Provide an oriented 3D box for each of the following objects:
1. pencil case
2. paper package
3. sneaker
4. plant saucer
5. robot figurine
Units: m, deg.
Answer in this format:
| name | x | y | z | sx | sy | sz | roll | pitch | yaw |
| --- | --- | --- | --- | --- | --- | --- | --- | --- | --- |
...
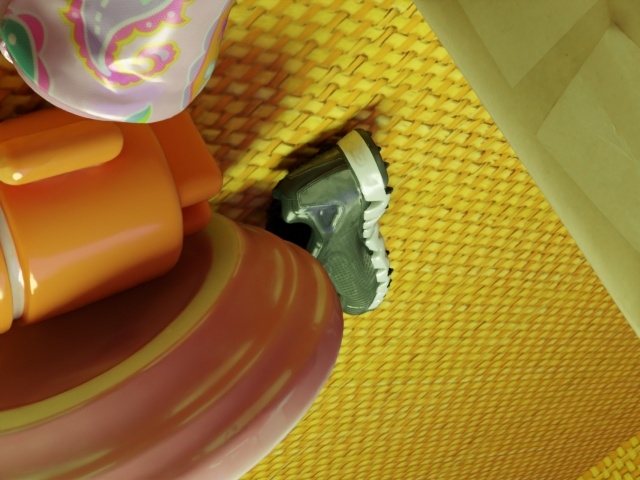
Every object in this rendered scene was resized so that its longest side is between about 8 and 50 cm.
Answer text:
| name | x | y | z | sx | sy | sz | roll | pitch | yaw |
| --- | --- | --- | --- | --- | --- | --- | --- | --- | --- |
| pencil case | -0.058 | -0.192 | 0.712 | 0.124 | 0.124 | 0.284 | -6 | 135 | -45 |
| paper package | 0.264 | -0.116 | 1.054 | 0.309 | 0.325 | 0.168 | -6 | 146 | -44 |
| sneaker | 0.000 | 0.000 | 1.291 | 0.106 | 0.078 | 0.234 | -23 | 152 | -11 |
| plant saucer | -0.151 | 0.079 | 1.048 | 0.332 | 0.332 | 0.084 | -28 | 116 | -8 |
| robot figurine | -0.172 | -0.015 | 0.978 | 0.219 | 0.128 | 0.158 | -20 | -163 | -25 |
